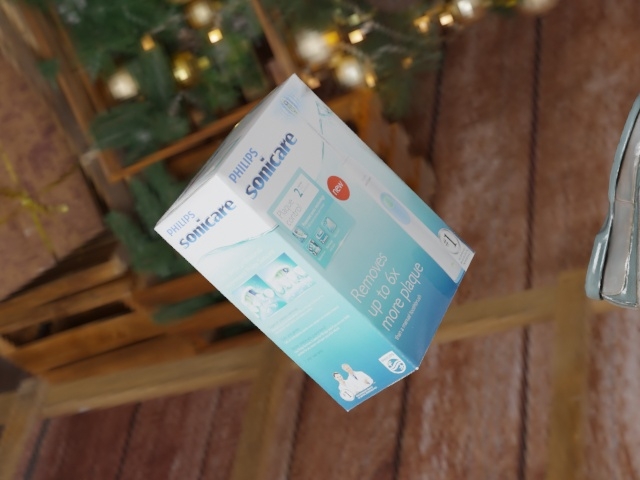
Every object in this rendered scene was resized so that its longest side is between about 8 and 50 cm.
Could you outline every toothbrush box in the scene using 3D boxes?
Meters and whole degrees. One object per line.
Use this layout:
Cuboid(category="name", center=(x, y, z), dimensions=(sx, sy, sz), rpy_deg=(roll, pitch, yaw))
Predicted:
Cuboid(category="toothbrush box", center=(0.000, 0.000, 1.507), dimensions=(0.295, 0.126, 0.216), rpy_deg=(44, 41, -9))

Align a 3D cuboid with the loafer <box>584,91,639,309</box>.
Cuboid(category="loafer", center=(0.382, -0.045, 1.623), dimensions=(0.096, 0.084, 0.267), rpy_deg=(-27, 132, -55))
